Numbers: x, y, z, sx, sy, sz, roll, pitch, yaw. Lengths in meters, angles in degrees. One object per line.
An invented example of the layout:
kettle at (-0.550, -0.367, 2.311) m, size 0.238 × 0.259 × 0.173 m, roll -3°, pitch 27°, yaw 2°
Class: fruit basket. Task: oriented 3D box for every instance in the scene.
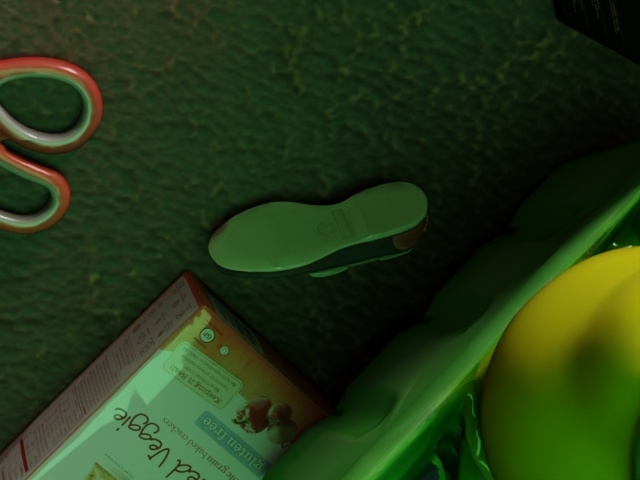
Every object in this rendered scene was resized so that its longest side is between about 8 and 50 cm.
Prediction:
fruit basket at (0.173, 0.113, 0.979) m, size 0.392 × 0.392 × 0.283 m, roll -38°, pitch 114°, yaw 2°

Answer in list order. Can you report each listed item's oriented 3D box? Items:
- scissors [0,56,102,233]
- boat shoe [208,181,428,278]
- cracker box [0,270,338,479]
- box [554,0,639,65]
scissors at (-0.255, -0.106, 1.014) m, size 0.297 × 0.021 × 0.109 m, roll 31°, pitch 102°, yaw -23°
boat shoe at (0.000, 0.000, 1.105) m, size 0.137 × 0.049 × 0.043 m, roll -14°, pitch 151°, yaw -8°
cracker box at (-0.105, 0.156, 1.122) m, size 0.232 × 0.067 × 0.156 m, roll -45°, pitch 113°, yaw 5°
box at (0.183, -0.233, 0.987) m, size 0.103 × 0.184 × 0.261 m, roll -17°, pitch 113°, yaw -7°
